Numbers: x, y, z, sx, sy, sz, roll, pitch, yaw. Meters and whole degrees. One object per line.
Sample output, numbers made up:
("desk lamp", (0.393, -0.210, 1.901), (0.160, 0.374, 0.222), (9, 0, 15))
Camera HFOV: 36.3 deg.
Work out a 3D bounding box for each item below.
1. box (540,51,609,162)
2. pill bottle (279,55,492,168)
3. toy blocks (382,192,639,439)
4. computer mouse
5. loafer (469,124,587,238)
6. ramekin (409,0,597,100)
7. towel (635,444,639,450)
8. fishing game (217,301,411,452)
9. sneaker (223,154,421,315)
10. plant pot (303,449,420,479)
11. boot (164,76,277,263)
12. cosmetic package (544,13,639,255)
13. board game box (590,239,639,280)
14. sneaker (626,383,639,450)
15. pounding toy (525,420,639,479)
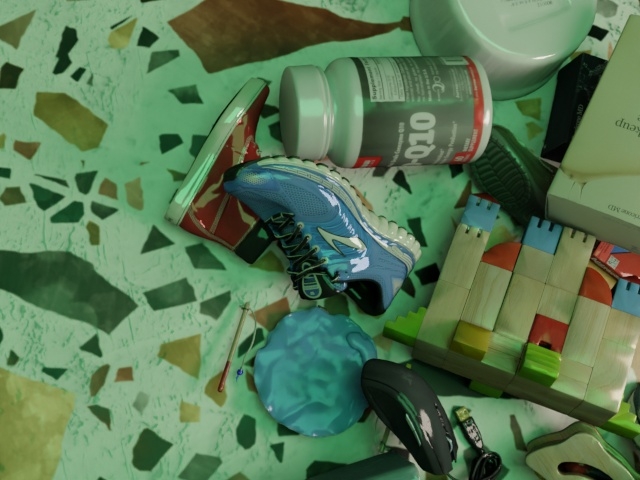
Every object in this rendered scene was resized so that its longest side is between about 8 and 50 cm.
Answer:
("box", (0.451, -0.191, 1.543), (0.158, 0.093, 0.156), (16, 77, -9))
("pill bottle", (0.091, -0.186, 1.422), (0.283, 0.161, 0.161), (-4, 81, -13))
("toy blocks", (0.313, 0.090, 1.415), (0.381, 0.191, 0.261), (20, 69, 8))
("computer mouse", (0.172, 0.253, 1.373), (0.262, 0.060, 0.184), (55, 31, 3))
("loafer", (0.324, -0.083, 1.506), (0.251, 0.094, 0.087), (49, 49, -11))
("ramekin", (0.290, -0.370, 1.514), (0.277, 0.135, 0.277), (2, 79, -13))
("towel", (0.559, 0.349, 1.465), (0.113, 0.023, 0.152), (-13, 42, -13))
("fishing game", (-0.007, 0.187, 1.399), (0.264, 0.041, 0.189), (18, 70, -6))
("sneaker", (0.000, 0.000, 1.338), (0.330, 0.130, 0.147), (34, 65, -28))
("plant pot", (0.014, 0.429, 1.263), (0.252, 0.247, 0.247), (-11, 83, -5))
("boot", (-0.092, -0.097, 1.406), (0.176, 0.088, 0.244), (28, 83, -8))
("cosmetic package", (0.458, -0.152, 1.408), (0.160, 0.113, 0.309), (22, 76, 18))
("board game box", (0.558, -0.043, 1.577), (0.145, 0.027, 0.281), (37, 74, -6))
("sneaker", (0.534, 0.285, 1.398), (0.110, 0.283, 0.122), (13, 119, -13))
("pounding toy", (0.415, 0.389, 1.447), (0.269, 0.155, 0.154), (45, 102, 7))
